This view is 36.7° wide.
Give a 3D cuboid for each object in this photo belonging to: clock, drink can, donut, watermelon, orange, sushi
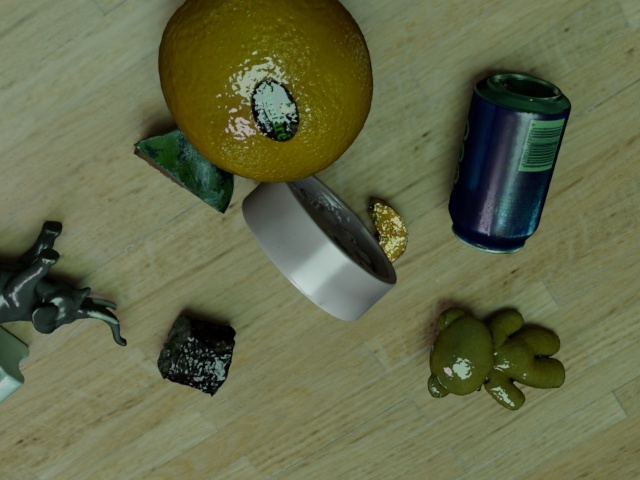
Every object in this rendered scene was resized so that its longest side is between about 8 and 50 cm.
[{"bbox_3d":[0.000,0.000,1.135,0.068,0.197,0.197,-43,117,15],"label":"clock"},{"bbox_3d":[0.224,-0.092,1.165,0.118,0.118,0.205,4,118,-11],"label":"drink can"},{"bbox_3d":[0.076,-0.014,1.233,0.067,0.038,0.083,-37,113,15],"label":"donut"},{"bbox_3d":[-0.149,-0.093,1.150,0.155,0.080,0.101,47,68,-25],"label":"watermelon"},{"bbox_3d":[-0.055,-0.173,1.020,0.236,0.236,0.236,-4,120,-7],"label":"orange"},{"bbox_3d":[-0.163,0.148,1.265,0.084,0.098,0.094,19,96,-23],"label":"sushi"}]

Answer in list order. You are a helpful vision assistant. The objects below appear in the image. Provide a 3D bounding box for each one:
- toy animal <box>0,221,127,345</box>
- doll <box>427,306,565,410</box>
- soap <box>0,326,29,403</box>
[{"bbox_3d":[-0.349,0.051,1.180,0.269,0.082,0.137,15,119,-21],"label":"toy animal"},{"bbox_3d":[0.240,0.163,1.335,0.209,0.097,0.137,10,79,-22],"label":"doll"},{"bbox_3d":[-0.522,0.195,1.227,0.265,0.087,0.160,-41,117,14],"label":"soap"}]
